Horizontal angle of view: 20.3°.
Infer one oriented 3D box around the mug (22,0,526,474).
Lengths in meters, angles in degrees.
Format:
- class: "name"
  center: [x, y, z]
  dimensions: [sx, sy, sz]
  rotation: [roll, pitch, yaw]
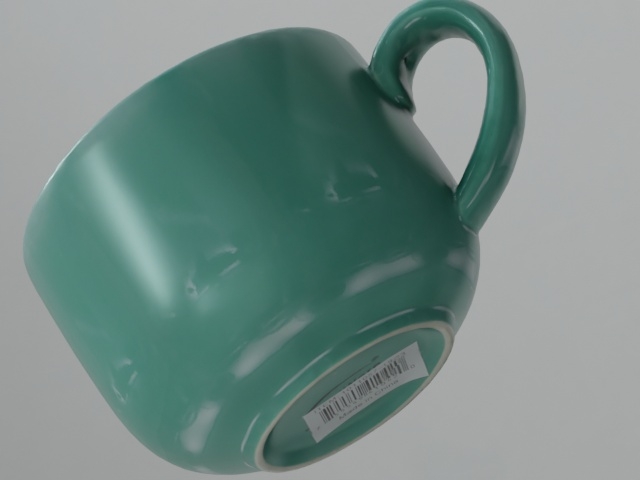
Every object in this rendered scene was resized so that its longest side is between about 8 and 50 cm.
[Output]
- class: "mug"
  center: [-0.008, 0.004, 0.556]
  dimensions: [0.129, 0.158, 0.097]
  rotation: [-11, -123, -43]
